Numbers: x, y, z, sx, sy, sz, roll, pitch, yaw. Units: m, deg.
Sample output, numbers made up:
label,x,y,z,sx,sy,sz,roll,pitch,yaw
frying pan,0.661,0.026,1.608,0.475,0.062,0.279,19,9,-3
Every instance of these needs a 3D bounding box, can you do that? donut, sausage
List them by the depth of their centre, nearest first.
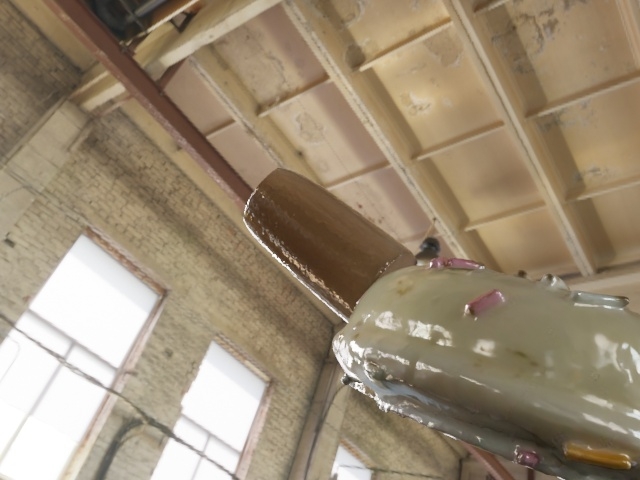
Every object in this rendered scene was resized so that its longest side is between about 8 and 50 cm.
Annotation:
label,x,y,z,sx,sy,sz,roll,pitch,yaw
donut,0.199,0.130,0.529,0.382,0.143,0.382,21,-9,3
sausage,0.000,0.000,0.753,0.253,0.123,0.123,38,-28,29
